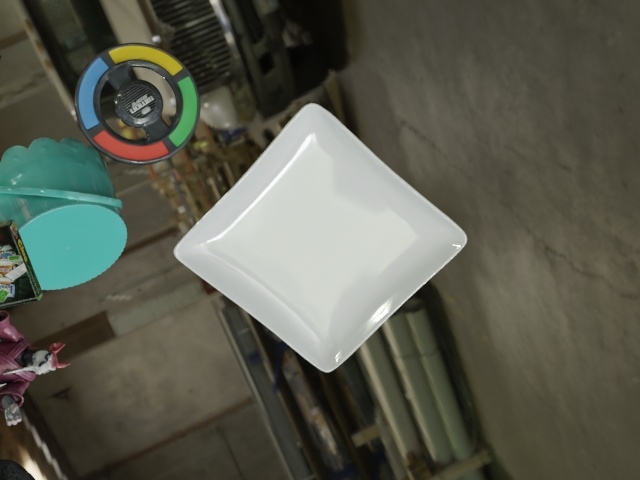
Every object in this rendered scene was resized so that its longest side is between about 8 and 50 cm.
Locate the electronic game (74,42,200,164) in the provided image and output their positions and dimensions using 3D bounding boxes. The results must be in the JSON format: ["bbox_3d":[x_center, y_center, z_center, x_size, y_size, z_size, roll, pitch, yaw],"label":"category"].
[{"bbox_3d":[-0.335,-0.252,1.706,0.229,0.229,0.048,66,163,0],"label":"electronic game"}]

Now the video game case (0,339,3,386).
[{"bbox_3d":[-0.927,0.317,2.263,0.300,0.329,0.036,49,160,52],"label":"video game case"}]

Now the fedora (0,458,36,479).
[{"bbox_3d":[-0.633,0.552,1.805,0.334,0.152,0.334,45,-153,-31],"label":"fedora"}]

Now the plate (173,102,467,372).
[{"bbox_3d":[0.000,0.000,1.204,0.277,0.278,0.045,40,-162,-15],"label":"plate"}]

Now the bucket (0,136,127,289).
[{"bbox_3d":[-0.522,-0.048,1.824,0.183,0.281,0.281,58,170,33],"label":"bucket"}]

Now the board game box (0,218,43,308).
[{"bbox_3d":[-0.585,0.057,1.478,0.030,0.259,0.136,-77,-26,-66],"label":"board game box"}]

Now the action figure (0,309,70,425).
[{"bbox_3d":[-0.722,0.280,1.970,0.276,0.370,0.248,135,130,-70],"label":"action figure"}]
